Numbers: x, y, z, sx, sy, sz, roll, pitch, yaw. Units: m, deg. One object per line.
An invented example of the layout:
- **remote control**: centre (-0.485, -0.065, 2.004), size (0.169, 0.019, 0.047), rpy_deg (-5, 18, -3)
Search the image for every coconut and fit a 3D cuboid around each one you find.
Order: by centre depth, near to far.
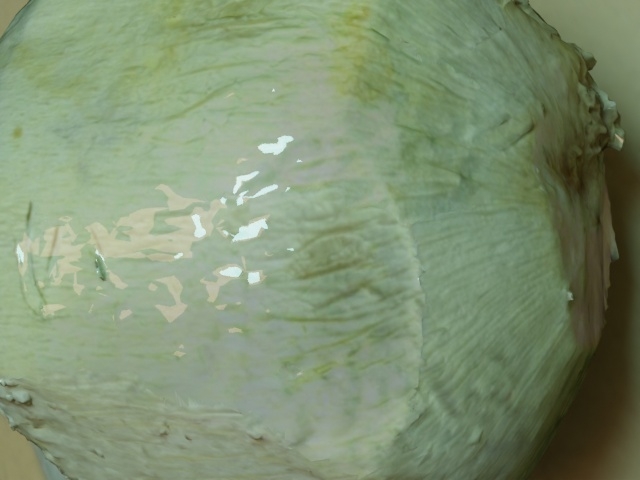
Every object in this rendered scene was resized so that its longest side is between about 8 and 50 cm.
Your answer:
- **coconut**: centre (0.000, 0.000, 0.751), size (0.254, 0.297, 0.297), rpy_deg (5, 85, 20)
